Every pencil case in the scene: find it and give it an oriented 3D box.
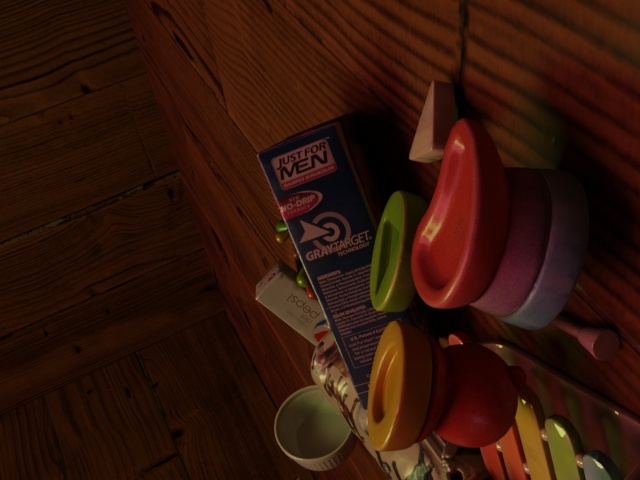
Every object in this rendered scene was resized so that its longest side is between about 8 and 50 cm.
[{"bbox_3d":[0.129,0.266,1.042,0.410,0.160,0.183,46,156,52],"label":"pencil case"}]

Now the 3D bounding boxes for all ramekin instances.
[{"bbox_3d":[-0.004,0.481,1.792,0.207,0.207,0.109,52,169,42],"label":"ramekin"}]

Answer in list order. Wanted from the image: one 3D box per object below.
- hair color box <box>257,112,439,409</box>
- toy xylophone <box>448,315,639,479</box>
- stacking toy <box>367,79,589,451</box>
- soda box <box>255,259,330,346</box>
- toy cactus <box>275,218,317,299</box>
[{"bbox_3d":[0.048,0.019,0.916,0.174,0.105,0.347,-59,-53,-73],"label":"hair color box"},{"bbox_3d":[0.226,0.178,0.719,0.236,0.081,0.323,69,165,-11],"label":"toy xylophone"},{"bbox_3d":[0.143,0.024,0.668,0.279,0.130,0.309,-88,11,-50],"label":"stacking toy"},{"bbox_3d":[-0.017,0.135,1.313,0.216,0.074,0.069,40,-169,-15],"label":"soda box"},{"bbox_3d":[0.000,0.000,1.245,0.219,0.112,0.180,54,143,44],"label":"toy cactus"}]
